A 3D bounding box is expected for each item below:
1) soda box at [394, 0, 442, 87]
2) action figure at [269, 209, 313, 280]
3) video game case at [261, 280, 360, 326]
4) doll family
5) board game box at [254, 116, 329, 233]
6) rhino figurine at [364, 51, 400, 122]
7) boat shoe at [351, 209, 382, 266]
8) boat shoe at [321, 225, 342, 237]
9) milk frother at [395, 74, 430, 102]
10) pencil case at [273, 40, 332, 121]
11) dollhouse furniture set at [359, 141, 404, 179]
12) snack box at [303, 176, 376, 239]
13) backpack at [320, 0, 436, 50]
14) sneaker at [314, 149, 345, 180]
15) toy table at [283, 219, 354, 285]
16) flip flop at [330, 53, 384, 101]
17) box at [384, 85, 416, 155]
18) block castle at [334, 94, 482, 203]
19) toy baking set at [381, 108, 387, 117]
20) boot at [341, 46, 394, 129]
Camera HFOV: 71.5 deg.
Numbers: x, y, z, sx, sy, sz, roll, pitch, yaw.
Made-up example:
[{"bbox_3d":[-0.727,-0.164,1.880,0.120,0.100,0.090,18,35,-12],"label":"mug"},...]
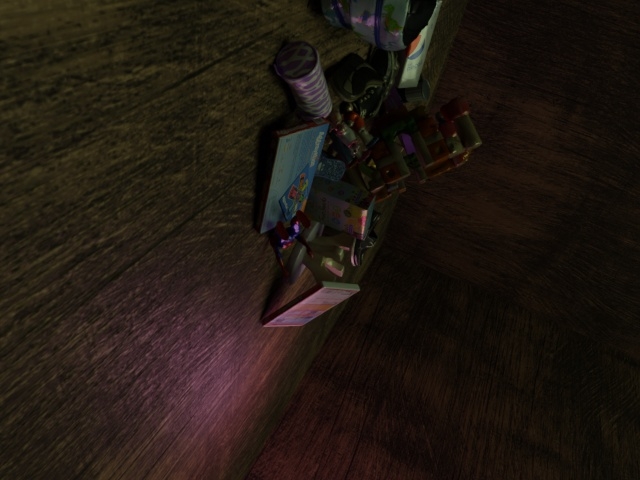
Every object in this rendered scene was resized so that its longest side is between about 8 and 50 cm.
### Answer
[{"bbox_3d":[0.305,-0.672,1.502,0.091,0.098,0.286,-14,136,-29],"label":"soda box"},{"bbox_3d":[-0.069,0.019,1.140,0.091,0.139,0.280,-28,180,-12],"label":"action figure"},{"bbox_3d":[-0.032,0.215,1.476,0.285,0.025,0.204,-36,152,28],"label":"video game case"},{"bbox_3d":[0.042,-0.265,1.112,0.118,0.163,0.263,-36,-169,24],"label":"doll family"},{"bbox_3d":[-0.071,-0.142,1.017,0.145,0.027,0.281,-26,150,-36],"label":"board game box"},{"bbox_3d":[0.199,-0.510,1.506,0.243,0.073,0.106,-67,164,13],"label":"rhino figurine"},{"bbox_3d":[0.154,-0.003,1.530,0.084,0.079,0.233,-53,157,-56],"label":"boat shoe"},{"bbox_3d":[0.076,-0.071,1.700,0.103,0.113,0.303,15,96,-76],"label":"boat shoe"},{"bbox_3d":[0.354,-0.606,1.812,0.129,0.134,0.143,56,50,-39],"label":"milk frother"},{"bbox_3d":[-0.031,-0.317,0.913,0.206,0.088,0.087,54,17,-75],"label":"pencil case"},{"bbox_3d":[0.293,-0.349,1.924,0.198,0.151,0.301,-58,169,15],"label":"dollhouse furniture set"},{"bbox_3d":[0.051,-0.104,1.333,0.070,0.207,0.175,-59,165,-26],"label":"snack box"},{"bbox_3d":[0.141,-0.529,0.909,0.356,0.273,0.290,-86,-168,-55],"label":"backpack"},{"bbox_3d":[-0.031,-0.209,1.130,0.232,0.090,0.082,18,99,-56],"label":"sneaker"},{"bbox_3d":[0.004,0.055,1.548,0.275,0.160,0.252,-65,168,-6],"label":"toy table"},{"bbox_3d":[0.088,-0.418,1.183,0.080,0.112,0.277,-43,-172,40],"label":"flip flop"},{"bbox_3d":[0.311,-0.466,1.734,0.057,0.201,0.293,-24,166,12],"label":"box"},{"bbox_3d":[0.267,-0.292,1.464,0.452,0.213,0.303,-24,173,6],"label":"block castle"},{"bbox_3d":[0.298,-0.537,1.967,0.256,0.030,0.197,-60,163,-25],"label":"toy baking set"},{"bbox_3d":[0.144,-0.459,1.345,0.178,0.085,0.237,-48,159,-47],"label":"boot"}]
